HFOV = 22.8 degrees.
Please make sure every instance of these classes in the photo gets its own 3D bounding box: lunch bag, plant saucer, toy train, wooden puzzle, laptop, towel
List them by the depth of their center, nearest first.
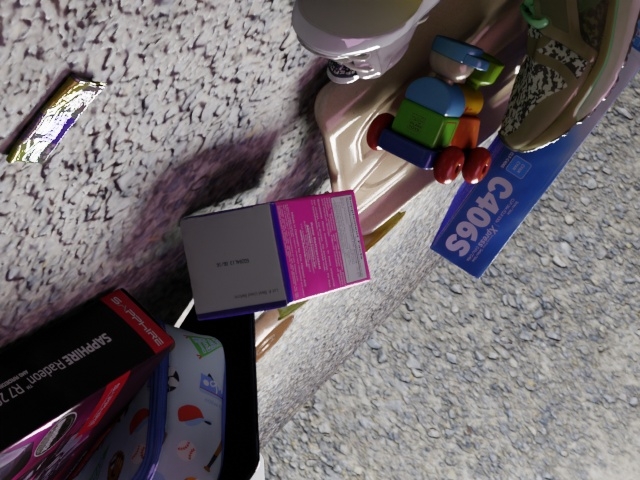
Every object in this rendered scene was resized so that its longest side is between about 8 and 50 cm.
[{"bbox_3d":[-0.192,-0.087,1.153,0.083,0.009,0.060,-49,171,8],"label":"towel"},{"bbox_3d":[0.156,-0.145,1.731,0.248,0.105,0.143,-6,122,-65],"label":"toy train"},{"bbox_3d":[-0.215,0.238,1.778,0.303,0.115,0.243,-46,-144,41],"label":"lunch bag"},{"bbox_3d":[0.122,-0.181,1.825,0.322,0.080,0.348,-39,159,-9],"label":"wooden puzzle"},{"bbox_3d":[-0.076,0.266,1.898,0.236,0.408,0.382,-23,-139,18],"label":"laptop"},{"bbox_3d":[-0.096,0.157,2.495,0.168,0.029,0.168,-44,170,-10],"label":"plant saucer"}]

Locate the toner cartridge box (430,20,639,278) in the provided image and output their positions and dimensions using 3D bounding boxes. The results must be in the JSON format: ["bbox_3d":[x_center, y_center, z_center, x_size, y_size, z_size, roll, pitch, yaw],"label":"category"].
[{"bbox_3d":[0.263,-0.129,1.875,0.348,0.075,0.165,-56,-178,31],"label":"toner cartridge box"}]

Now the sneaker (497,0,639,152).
[{"bbox_3d":[0.241,-0.293,1.623,0.158,0.182,0.410,-116,-136,-68],"label":"sneaker"}]

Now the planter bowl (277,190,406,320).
[{"bbox_3d":[0.000,0.000,2.039,0.217,0.090,0.217,-40,-177,3],"label":"planter bowl"}]

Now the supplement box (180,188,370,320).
[{"bbox_3d":[-0.044,0.013,1.719,0.111,0.114,0.220,-10,180,25],"label":"supplement box"}]

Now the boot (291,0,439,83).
[{"bbox_3d":[0.038,-0.190,1.472,0.258,0.095,0.123,-36,159,-52],"label":"boot"}]

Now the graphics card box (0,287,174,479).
[{"bbox_3d":[-0.318,0.203,1.534,0.233,0.094,0.371,-52,168,30],"label":"graphics card box"}]
